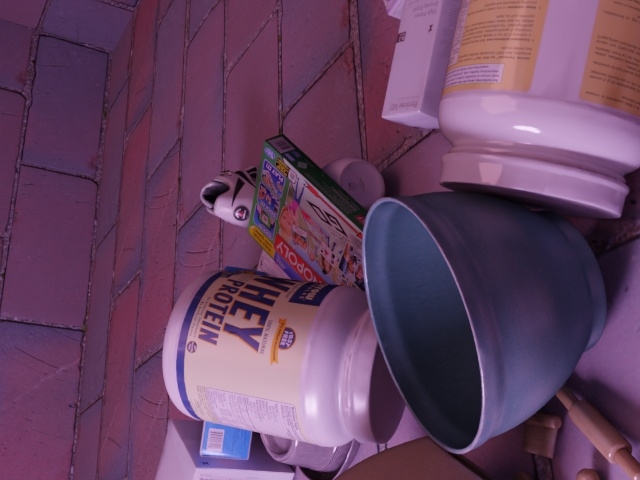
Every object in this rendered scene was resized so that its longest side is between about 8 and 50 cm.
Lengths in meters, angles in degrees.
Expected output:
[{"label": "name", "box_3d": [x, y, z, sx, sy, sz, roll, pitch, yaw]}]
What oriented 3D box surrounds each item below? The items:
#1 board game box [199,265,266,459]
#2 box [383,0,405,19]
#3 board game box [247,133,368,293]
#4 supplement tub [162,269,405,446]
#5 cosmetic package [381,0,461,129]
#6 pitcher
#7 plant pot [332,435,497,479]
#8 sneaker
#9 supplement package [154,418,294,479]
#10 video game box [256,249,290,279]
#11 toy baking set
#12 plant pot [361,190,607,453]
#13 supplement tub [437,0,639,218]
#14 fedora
[{"label": "board game box", "box_3d": [-0.160, 0.215, 1.537, 0.302, 0.086, 0.308, -150, 68, -83]}, {"label": "box", "box_3d": [0.213, -0.497, 1.321, 0.324, 0.067, 0.063, -52, 36, 42]}, {"label": "board game box", "box_3d": [0.000, 0.000, 1.352, 0.317, 0.046, 0.213, 44, 138, 29]}, {"label": "supplement tub", "box_3d": [-0.044, 0.175, 1.222, 0.325, 0.235, 0.235, 6, 83, 23]}, {"label": "cosmetic package", "box_3d": [0.172, -0.289, 1.225, 0.117, 0.086, 0.231, 8, 86, 64]}, {"label": "pitcher", "box_3d": [0.040, -0.044, 1.431, 0.207, 0.125, 0.177, -35, 71, 64]}, {"label": "plant pot", "box_3d": [0.130, 0.348, 0.963, 0.191, 0.284, 0.284, -55, 28, -3]}, {"label": "sneaker", "box_3d": [-0.195, -0.111, 1.825, 0.330, 0.146, 0.122, -130, 54, -72]}, {"label": "supplement package", "box_3d": [-0.204, 0.510, 1.561, 0.199, 0.198, 0.262, 32, 108, 62]}, {"label": "video game box", "box_3d": [-0.054, 0.008, 1.643, 0.205, 0.048, 0.187, 32, 110, 61]}, {"label": "toy baking set", "box_3d": [0.291, 0.289, 0.903, 0.256, 0.030, 0.196, -131, 51, -64]}, {"label": "plant pot", "box_3d": [0.195, 0.071, 0.934, 0.293, 0.196, 0.293, 165, 90, -75]}, {"label": "supplement tub", "box_3d": [0.266, -0.206, 0.915, 0.241, 0.241, 0.331, 13, 91, 63]}, {"label": "fedora", "box_3d": [-0.029, 0.276, 1.405, 0.244, 0.124, 0.275, -27, 56, 56]}]
